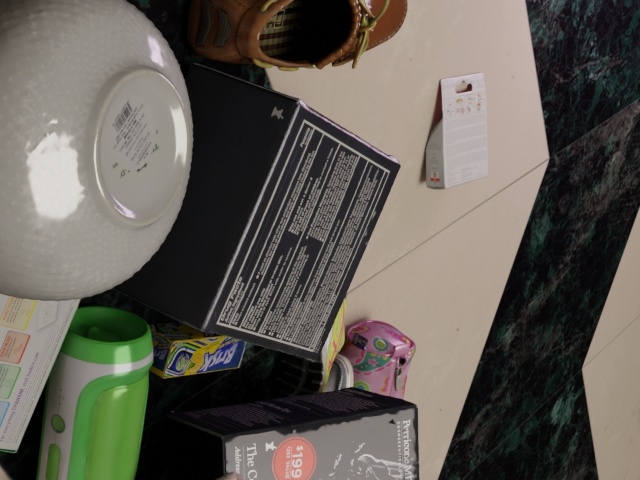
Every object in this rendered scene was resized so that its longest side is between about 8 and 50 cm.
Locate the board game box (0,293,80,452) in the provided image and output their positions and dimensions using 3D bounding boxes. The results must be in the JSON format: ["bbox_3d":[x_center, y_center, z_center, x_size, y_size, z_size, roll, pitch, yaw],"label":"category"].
[{"bbox_3d":[-0.394,0.089,1.431,0.316,0.064,0.242,25,87,-59],"label":"board game box"}]

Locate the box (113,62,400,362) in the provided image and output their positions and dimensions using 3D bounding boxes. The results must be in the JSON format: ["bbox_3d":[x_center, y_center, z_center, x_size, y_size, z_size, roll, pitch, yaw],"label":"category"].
[{"bbox_3d":[-0.082,-0.029,1.729,0.294,0.182,0.296,25,88,-61],"label":"box"}]

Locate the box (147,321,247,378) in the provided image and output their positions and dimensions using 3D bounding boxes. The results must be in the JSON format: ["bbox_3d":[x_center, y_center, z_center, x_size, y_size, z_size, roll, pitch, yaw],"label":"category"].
[{"bbox_3d":[-0.169,0.142,1.823,0.169,0.059,0.054,-2,113,-57],"label":"box"}]

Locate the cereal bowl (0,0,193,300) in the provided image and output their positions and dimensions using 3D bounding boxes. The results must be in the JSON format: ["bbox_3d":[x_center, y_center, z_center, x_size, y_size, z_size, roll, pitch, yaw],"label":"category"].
[{"bbox_3d":[-0.237,-0.098,1.414,0.339,0.141,0.339,-20,114,-57],"label":"cereal bowl"}]

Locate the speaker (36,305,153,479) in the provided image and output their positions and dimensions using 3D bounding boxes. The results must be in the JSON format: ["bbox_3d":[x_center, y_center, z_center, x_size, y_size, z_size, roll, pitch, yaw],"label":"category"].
[{"bbox_3d":[-0.277,0.235,1.651,0.131,0.131,0.297,-17,123,-53],"label":"speaker"}]

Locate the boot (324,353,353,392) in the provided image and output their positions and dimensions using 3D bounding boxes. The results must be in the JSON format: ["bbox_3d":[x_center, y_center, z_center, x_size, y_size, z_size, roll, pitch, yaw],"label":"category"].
[{"bbox_3d":[-0.012,0.268,2.139,0.086,0.069,0.190,5,107,-61],"label":"boot"}]

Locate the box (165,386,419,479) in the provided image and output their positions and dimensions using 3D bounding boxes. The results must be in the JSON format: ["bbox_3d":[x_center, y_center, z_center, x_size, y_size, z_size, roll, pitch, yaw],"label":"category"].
[{"bbox_3d":[-0.034,0.398,1.899,0.312,0.179,0.343,-5,96,-32],"label":"box"}]

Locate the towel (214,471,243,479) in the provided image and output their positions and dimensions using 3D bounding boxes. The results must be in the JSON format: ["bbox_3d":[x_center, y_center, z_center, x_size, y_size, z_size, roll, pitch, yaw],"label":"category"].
[{"bbox_3d":[-0.265,0.427,1.689,0.332,0.053,0.317,-35,178,-41],"label":"towel"}]

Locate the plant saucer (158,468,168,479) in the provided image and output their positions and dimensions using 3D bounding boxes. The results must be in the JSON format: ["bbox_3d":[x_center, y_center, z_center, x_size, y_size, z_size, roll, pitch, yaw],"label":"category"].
[{"bbox_3d":[-0.190,0.381,1.976,0.168,0.029,0.168,-37,139,-41],"label":"plant saucer"}]

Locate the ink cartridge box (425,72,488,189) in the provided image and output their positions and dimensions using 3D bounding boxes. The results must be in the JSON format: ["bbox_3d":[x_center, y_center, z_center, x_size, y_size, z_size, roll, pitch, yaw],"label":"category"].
[{"bbox_3d":[0.223,-0.183,2.269,0.145,0.045,0.179,-17,105,-52],"label":"ink cartridge box"}]

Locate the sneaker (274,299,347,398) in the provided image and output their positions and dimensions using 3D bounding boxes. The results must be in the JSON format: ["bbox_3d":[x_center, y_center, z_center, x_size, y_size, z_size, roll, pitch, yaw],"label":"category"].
[{"bbox_3d":[-0.002,0.170,2.084,0.094,0.081,0.209,3,106,-60],"label":"sneaker"}]

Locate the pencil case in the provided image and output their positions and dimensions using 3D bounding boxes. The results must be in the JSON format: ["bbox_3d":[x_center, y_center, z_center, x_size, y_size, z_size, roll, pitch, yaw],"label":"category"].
[{"bbox_3d":[0.077,0.273,2.233,0.124,0.124,0.284,-18,125,-52],"label":"pencil case"}]

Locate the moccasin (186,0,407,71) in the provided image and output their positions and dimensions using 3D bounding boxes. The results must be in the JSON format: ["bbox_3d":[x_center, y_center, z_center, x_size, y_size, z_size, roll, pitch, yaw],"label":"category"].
[{"bbox_3d":[0.002,-0.281,1.732,0.380,0.147,0.139,-9,117,-55],"label":"moccasin"}]
